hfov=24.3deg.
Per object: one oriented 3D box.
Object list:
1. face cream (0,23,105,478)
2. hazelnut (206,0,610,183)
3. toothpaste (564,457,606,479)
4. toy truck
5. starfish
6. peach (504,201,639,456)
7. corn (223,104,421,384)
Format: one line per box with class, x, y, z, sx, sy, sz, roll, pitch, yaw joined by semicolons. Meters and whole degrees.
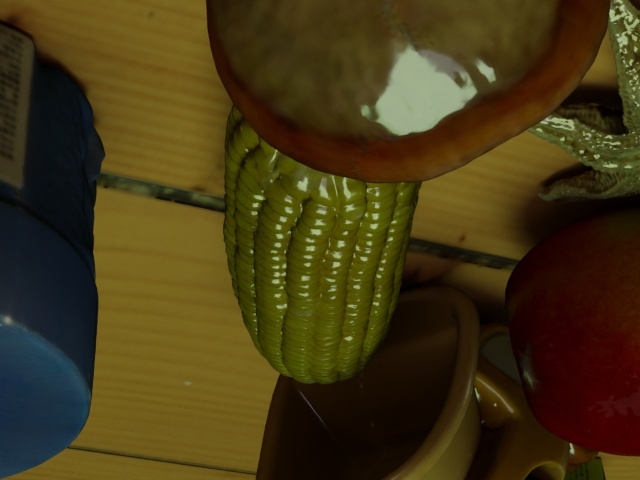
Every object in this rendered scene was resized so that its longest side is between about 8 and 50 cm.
face cream;-0.260;0.004;0.924;0.249;0.225;0.249;-1;147;-1
hazelnut;0.046;-0.115;0.772;0.214;0.176;0.214;-1;166;0
toothpaste;0.127;0.245;1.492;0.327;0.077;0.110;14;145;-23
toy truck;0.088;0.172;1.197;0.204;0.288;0.211;-18;121;32
starfish;0.227;-0.075;0.979;0.236;0.062;0.277;-17;151;36
peach;0.250;0.061;1.062;0.226;0.189;0.196;-11;146;13
corn;0.000;0.000;1.019;0.131;0.131;0.344;0;150;-1
